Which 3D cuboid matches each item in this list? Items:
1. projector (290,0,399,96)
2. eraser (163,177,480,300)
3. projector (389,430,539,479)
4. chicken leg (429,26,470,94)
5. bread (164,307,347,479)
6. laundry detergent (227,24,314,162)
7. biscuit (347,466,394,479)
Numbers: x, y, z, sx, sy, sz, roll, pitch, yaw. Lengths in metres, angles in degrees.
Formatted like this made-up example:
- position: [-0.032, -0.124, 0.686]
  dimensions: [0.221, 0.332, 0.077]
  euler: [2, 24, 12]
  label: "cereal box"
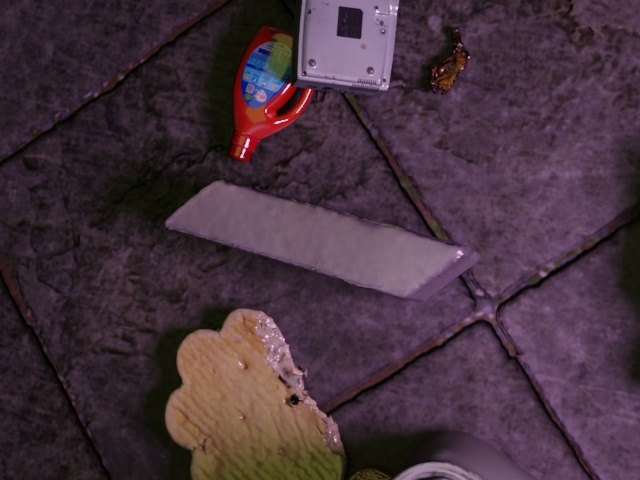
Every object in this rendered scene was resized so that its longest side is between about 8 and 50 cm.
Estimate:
- position: [0.029, -0.249, 1.324]
  dimensions: [0.115, 0.061, 0.147]
  euler: [6, 85, -12]
  label: "projector"
- position: [0.000, 0.001, 1.299]
  dimensions: [0.353, 0.111, 0.077]
  euler: [16, 88, 17]
  label: "eraser"
- position: [0.142, 0.354, 1.141]
  dimensions: [0.248, 0.249, 0.248]
  euler: [35, 94, 11]
  label: "projector"
- position: [0.154, -0.208, 1.327]
  dimensions: [0.036, 0.021, 0.083]
  euler: [25, 90, 26]
  label: "chicken leg"
- position: [-0.087, 0.213, 1.338]
  dimensions: [0.182, 0.039, 0.251]
  euler: [-33, 77, 10]
  label: "bread"
- position: [-0.064, -0.171, 1.372]
  dimensions: [0.097, 0.049, 0.165]
  euler: [22, 93, 10]
  label: "laundry detergent"
- position: [0.066, 0.303, 1.297]
  dimensions: [0.091, 0.015, 0.078]
  euler: [36, 96, 13]
  label: "biscuit"
